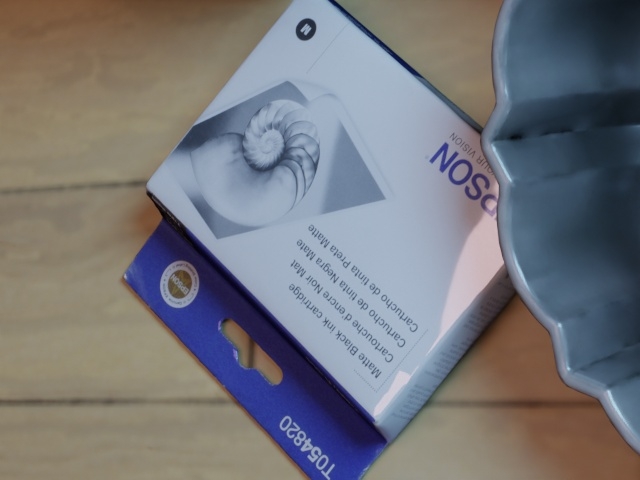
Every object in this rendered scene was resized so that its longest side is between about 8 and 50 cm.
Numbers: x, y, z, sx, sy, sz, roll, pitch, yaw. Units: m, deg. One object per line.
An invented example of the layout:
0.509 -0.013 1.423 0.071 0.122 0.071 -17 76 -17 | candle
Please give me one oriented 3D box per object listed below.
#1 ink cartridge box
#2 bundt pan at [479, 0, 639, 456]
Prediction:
0.000 0.000 1.023 0.223 0.045 0.224 43 102 28 | ink cartridge box
0.237 -0.045 0.810 0.331 0.124 0.330 14 110 45 | bundt pan
